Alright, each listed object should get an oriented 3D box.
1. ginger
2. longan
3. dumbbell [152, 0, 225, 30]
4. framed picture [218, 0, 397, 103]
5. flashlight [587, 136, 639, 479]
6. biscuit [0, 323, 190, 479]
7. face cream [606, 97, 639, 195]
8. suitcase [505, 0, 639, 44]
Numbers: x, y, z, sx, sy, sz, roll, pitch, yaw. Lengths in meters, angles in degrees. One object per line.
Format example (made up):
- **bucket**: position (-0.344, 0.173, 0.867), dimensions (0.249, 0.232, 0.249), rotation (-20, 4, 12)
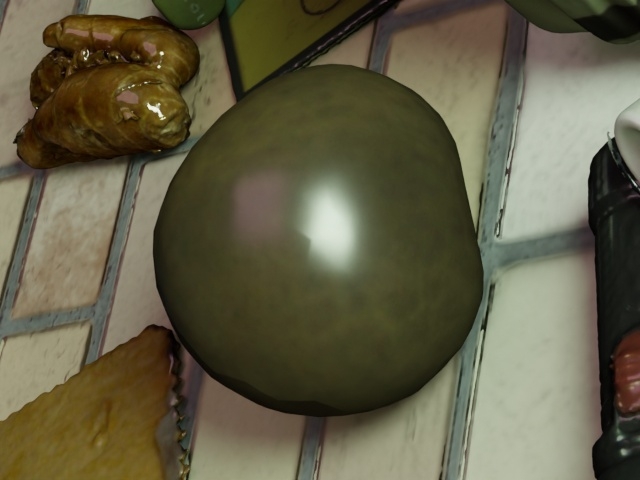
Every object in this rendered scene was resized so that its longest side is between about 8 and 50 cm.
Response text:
- **ginger**: position (-0.147, -0.105, 1.215), dimensions (0.162, 0.073, 0.103), rotation (-9, 60, 41)
- **longan**: position (0.000, 0.000, 0.953), dimensions (0.189, 0.189, 0.189), rotation (-23, 52, 32)
- **dumbbell**: position (-0.099, -0.181, 1.220), dimensions (0.046, 0.052, 0.118), rotation (-35, 34, 2)
- **framed picture**: position (0.013, -0.265, 1.209), dimensions (0.244, 0.013, 0.324), rotation (-34, 47, 23)
- **flashlight**: position (0.155, 0.053, 0.823), dimensions (0.093, 0.093, 0.232), rotation (-20, 53, 34)
- **biscuit**: position (-0.164, 0.188, 1.097), dimensions (0.237, 0.013, 0.232), rotation (-32, 48, 25)
- **face cream**: position (0.237, -0.100, 0.826), dimensions (0.243, 0.058, 0.092), rotation (-36, 43, -11)
- **suitcase**: position (0.123, -0.306, 0.883), dimensions (0.194, 0.339, 0.352), rotation (1, 68, 44)
